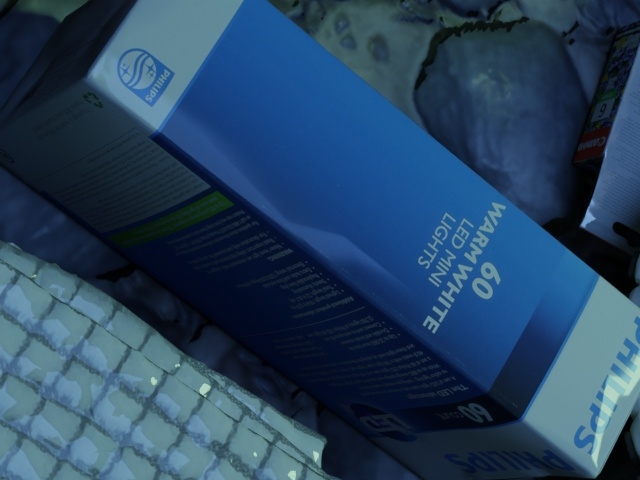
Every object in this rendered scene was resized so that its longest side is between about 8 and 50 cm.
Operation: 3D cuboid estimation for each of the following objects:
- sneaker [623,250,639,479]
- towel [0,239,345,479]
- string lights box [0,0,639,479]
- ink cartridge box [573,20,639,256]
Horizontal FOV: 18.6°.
[{"bbox_3d":[0.239,0.004,0.897,0.130,0.147,0.330,48,60,-53],"label":"sneaker"},{"bbox_3d":[-0.129,0.135,0.729,0.283,0.121,0.235,33,67,-17],"label":"towel"},{"bbox_3d":[0.000,0.000,0.803,0.259,0.133,0.077,38,67,-18],"label":"string lights box"},{"bbox_3d":[0.159,-0.043,0.950,0.063,0.029,0.115,28,72,-21],"label":"ink cartridge box"}]
